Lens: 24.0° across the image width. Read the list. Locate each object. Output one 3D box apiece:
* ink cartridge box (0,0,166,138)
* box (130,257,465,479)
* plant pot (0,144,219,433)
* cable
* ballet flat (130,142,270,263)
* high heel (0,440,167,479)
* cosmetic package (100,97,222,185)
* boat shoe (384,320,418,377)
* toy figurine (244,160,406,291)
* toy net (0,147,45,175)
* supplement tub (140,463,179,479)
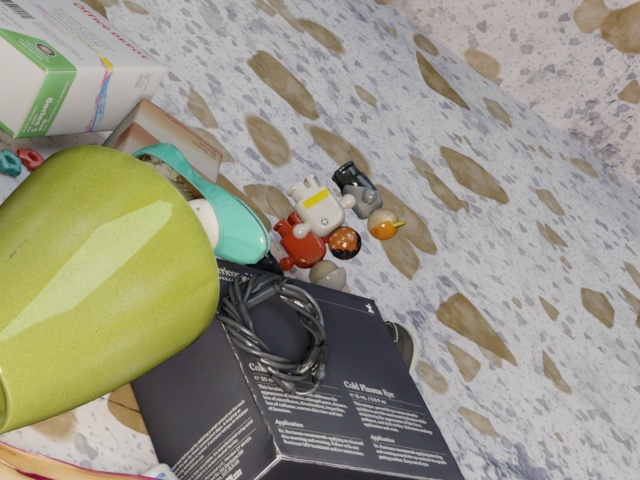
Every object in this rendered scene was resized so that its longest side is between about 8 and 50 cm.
[{"bbox_3d":[-0.383,-0.248,2.112,0.201,0.117,0.278,38,23,20],"label":"ink cartridge box"},{"bbox_3d":[-0.038,0.214,1.883,0.343,0.179,0.312,17,37,-44],"label":"box"},{"bbox_3d":[-0.304,0.078,1.649,0.275,0.275,0.293,45,40,2],"label":"plant pot"},{"bbox_3d":[-0.055,0.102,1.783,0.150,0.047,0.184,32,30,-13],"label":"cable"},{"bbox_3d":[-0.165,-0.040,1.867,0.087,0.083,0.247,-12,39,-38],"label":"ballet flat"},{"bbox_3d":[-0.264,0.234,1.513,0.377,0.181,0.127,32,28,-24],"label":"high heel"},{"bbox_3d":[-0.241,-0.051,2.046,0.153,0.129,0.296,36,27,-18],"label":"cosmetic package"},{"bbox_3d":[0.094,0.189,2.232,0.068,0.081,0.228,38,28,-22],"label":"boat shoe"},{"bbox_3d":[0.000,0.000,2.235,0.148,0.209,0.213,55,27,9],"label":"toy figurine"},{"bbox_3d":[-0.418,-0.121,1.991,0.232,0.045,0.122,35,27,-18],"label":"toy net"},{"bbox_3d":[-0.168,0.309,1.673,0.107,0.071,0.071,50,26,13],"label":"supplement tub"}]
